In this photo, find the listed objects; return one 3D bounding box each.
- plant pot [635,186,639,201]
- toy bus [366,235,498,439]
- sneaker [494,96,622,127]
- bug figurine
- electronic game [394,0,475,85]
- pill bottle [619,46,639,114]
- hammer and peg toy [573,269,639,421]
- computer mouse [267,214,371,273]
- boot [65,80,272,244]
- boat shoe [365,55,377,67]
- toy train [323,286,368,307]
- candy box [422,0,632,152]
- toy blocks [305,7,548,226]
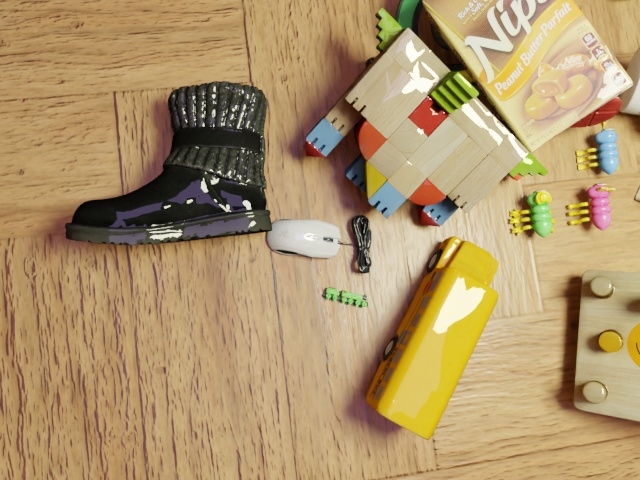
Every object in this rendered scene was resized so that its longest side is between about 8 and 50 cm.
[{"bbox_3d":[0.701,-0.105,1.020,0.096,0.109,0.109,30,81,-13],"label":"plant pot"},{"bbox_3d":[0.202,0.155,0.915,0.108,0.130,0.333,29,81,-2],"label":"toy bus"},{"bbox_3d":[0.435,-0.284,0.993,0.221,0.087,0.128,2,61,4],"label":"sneaker"},{"bbox_3d":[0.463,-0.117,1.008,0.278,0.072,0.216,-5,84,-7],"label":"bug figurine"},{"bbox_3d":[0.251,-0.398,0.983,0.229,0.048,0.229,5,115,10],"label":"electronic game"},{"bbox_3d":[0.745,-0.272,0.981,0.322,0.181,0.182,13,81,13],"label":"pill bottle"},{"bbox_3d":[0.619,0.191,0.873,0.361,0.127,0.266,4,81,32],"label":"hammer and peg toy"},{"bbox_3d":[0.000,0.000,0.958,0.192,0.042,0.106,5,83,-6],"label":"computer mouse"},{"bbox_3d":[-0.251,-0.127,0.899,0.347,0.131,0.260,-7,90,-18],"label":"boot"},{"bbox_3d":[0.103,-0.269,0.996,0.049,0.056,0.152,-12,84,-13],"label":"boat shoe"},{"bbox_3d":[0.047,0.102,0.963,0.083,0.017,0.024,13,71,-4],"label":"toy train"},{"bbox_3d":[0.338,-0.327,0.895,0.183,0.087,0.316,-36,89,16],"label":"candy box"},{"bbox_3d":[0.152,-0.159,0.919,0.381,0.191,0.261,40,103,-12],"label":"toy blocks"}]
